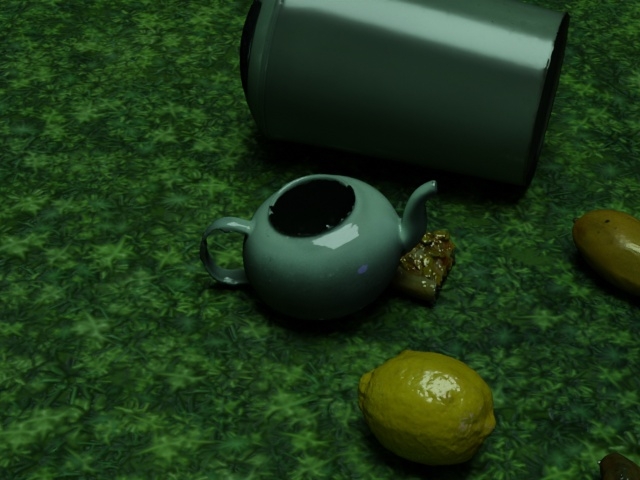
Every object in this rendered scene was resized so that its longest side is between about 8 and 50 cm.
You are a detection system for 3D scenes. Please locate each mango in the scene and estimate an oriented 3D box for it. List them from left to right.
[{"bbox_3d":[0.386,0.022,1.694,0.098,0.075,0.190,-30,52,-30],"label":"mango"}]

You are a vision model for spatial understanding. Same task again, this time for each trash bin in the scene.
[{"bbox_3d":[0.103,-0.240,1.892,0.432,0.280,0.280,14,36,12],"label":"trash bin"}]

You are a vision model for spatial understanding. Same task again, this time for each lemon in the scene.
[{"bbox_3d":[0.108,0.171,1.419,0.155,0.114,0.114,17,37,23],"label":"lemon"}]

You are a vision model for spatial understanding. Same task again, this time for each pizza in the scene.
[{"bbox_3d":[0.116,0.017,1.712,0.131,0.041,0.178,-9,36,-18],"label":"pizza"}]

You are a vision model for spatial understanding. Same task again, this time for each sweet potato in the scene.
[{"bbox_3d":[0.291,0.274,1.335,0.054,0.053,0.182,42,38,-11],"label":"sweet potato"}]

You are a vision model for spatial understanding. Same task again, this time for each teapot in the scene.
[{"bbox_3d":[0.000,0.000,1.626,0.294,0.129,0.193,-7,41,9],"label":"teapot"}]
